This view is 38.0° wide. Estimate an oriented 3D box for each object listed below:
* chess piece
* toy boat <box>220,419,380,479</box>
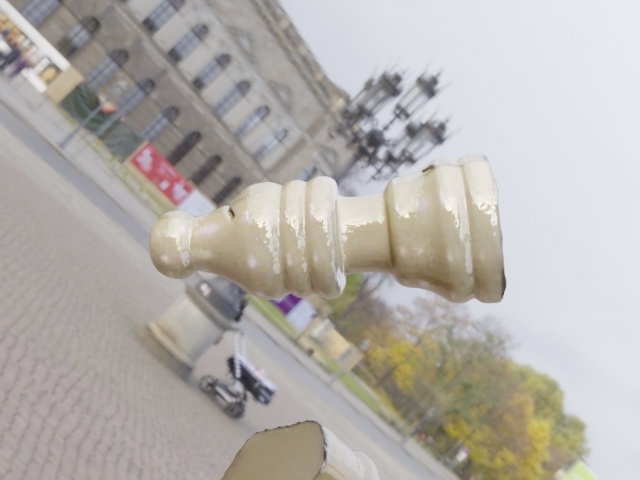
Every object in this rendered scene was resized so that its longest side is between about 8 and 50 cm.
[{"bbox_3d":[0.000,0.000,0.820,0.124,0.307,0.139,62,23,-76],"label":"chess piece"},{"bbox_3d":[-0.024,0.219,0.821,0.061,0.116,0.188,48,-36,-15],"label":"toy boat"}]
